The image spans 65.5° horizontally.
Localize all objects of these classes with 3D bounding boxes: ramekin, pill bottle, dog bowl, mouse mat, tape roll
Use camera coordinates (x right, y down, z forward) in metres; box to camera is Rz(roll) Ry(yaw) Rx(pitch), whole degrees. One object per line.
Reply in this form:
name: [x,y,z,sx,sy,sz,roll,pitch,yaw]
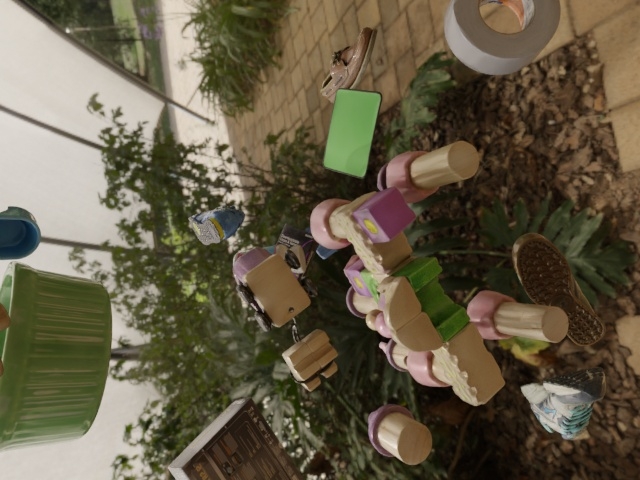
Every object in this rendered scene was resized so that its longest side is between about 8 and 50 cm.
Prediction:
ramekin: [-0.461,0.194,0.830,0.303,0.148,0.303,-19,65,50]
pill bottle: [-0.120,0.057,1.187,0.087,0.160,0.087,-11,-90,-80]
dog bowl: [-0.980,-0.015,1.467,0.074,0.297,0.166,23,105,37]
mouse mat: [0.068,-0.245,1.125,0.152,0.007,0.190,25,110,46]
tape roll: [0.372,-0.460,1.025,0.072,0.219,0.219,99,160,-83]

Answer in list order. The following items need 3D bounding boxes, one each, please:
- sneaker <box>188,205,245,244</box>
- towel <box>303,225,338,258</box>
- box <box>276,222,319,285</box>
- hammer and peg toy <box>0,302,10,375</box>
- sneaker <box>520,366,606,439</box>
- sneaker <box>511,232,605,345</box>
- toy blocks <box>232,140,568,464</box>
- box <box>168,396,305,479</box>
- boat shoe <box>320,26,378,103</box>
sneaker: [-0.225,-0.038,1.088,0.209,0.082,0.069,1,122,59]
towel: [0.000,0.000,1.530,0.119,0.067,0.029,51,-167,-26]
box: [-0.076,0.047,1.266,0.116,0.029,0.162,21,85,39]
hammer and peg toy: [-0.443,0.017,0.500,0.266,0.127,0.361,40,132,16]
sneaker: [0.508,0.332,1.001,0.283,0.110,0.122,75,179,-69]
sneaker: [0.316,0.058,0.692,0.192,0.064,0.086,49,-165,-17]
toy blocks: [0.068,0.072,0.627,0.289,0.309,0.260,59,161,-9]
box: [-0.141,0.442,0.920,0.056,0.183,0.231,-24,101,44]
boat shoe: [0.075,-0.511,1.474,0.307,0.104,0.111,123,167,-60]
